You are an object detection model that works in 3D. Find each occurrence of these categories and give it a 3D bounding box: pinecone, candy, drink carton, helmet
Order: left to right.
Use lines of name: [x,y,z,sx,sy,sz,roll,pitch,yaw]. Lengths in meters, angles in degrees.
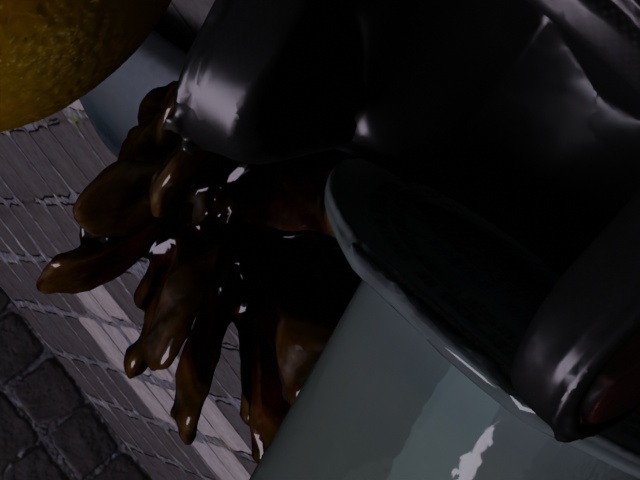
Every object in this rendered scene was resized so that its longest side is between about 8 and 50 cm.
candy: [-0.094,-0.075,1.162,0.174,0.071,0.138,34,158,40]
pinecone: [0.002,0.002,0.836,0.202,0.229,0.201,-21,100,56]
drink carton: [0.052,0.088,0.681,0.185,0.190,0.191,45,-154,25]
helmet: [0.072,-0.057,0.562,0.189,0.193,0.216,40,162,25]

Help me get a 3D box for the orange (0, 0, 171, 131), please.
orange: [-0.171,-0.163,0.896,0.236,0.236,0.236,44,163,18]
